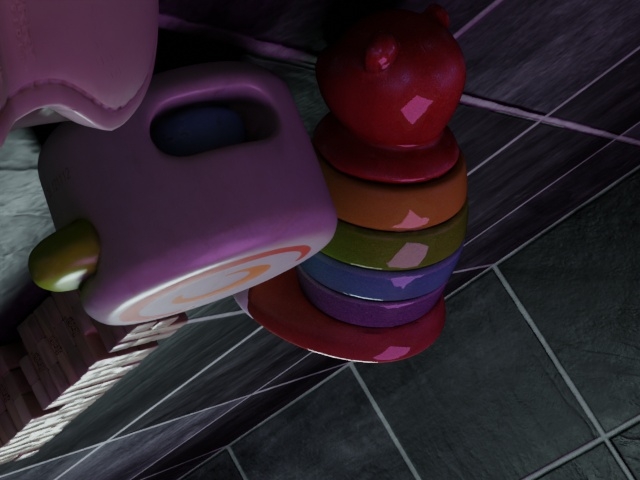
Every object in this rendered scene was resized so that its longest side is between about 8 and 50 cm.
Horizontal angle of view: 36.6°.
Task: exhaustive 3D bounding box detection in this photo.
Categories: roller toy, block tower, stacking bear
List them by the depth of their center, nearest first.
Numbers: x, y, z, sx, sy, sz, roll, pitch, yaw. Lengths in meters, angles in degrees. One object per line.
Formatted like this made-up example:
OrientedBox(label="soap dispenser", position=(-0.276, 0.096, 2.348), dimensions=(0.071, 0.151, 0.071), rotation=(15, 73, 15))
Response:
OrientedBox(label="roller toy", position=(-0.095, -0.036, 0.693), dimensions=(0.191, 0.146, 0.209), rotation=(-23, 171, 15))
OrientedBox(label="stacking bear", position=(0.048, -0.054, 0.811), dimensions=(0.175, 0.164, 0.289), rotation=(-30, 139, -39))
OrientedBox(label="block tower", position=(-0.275, 0.131, 1.011), dimensions=(0.335, 0.097, 0.091), rotation=(-38, 164, 31))

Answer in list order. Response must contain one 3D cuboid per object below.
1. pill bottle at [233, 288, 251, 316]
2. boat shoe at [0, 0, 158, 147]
OrientedBox(label="pill bottle", position=(0.000, 0.000, 1.067), dimensions=(0.221, 0.124, 0.124), rotation=(-38, 165, 31))
OrientedBox(label="boat shoe", position=(-0.148, -0.089, 0.393), dimensions=(0.097, 0.116, 0.324), rotation=(0, -161, 8))
